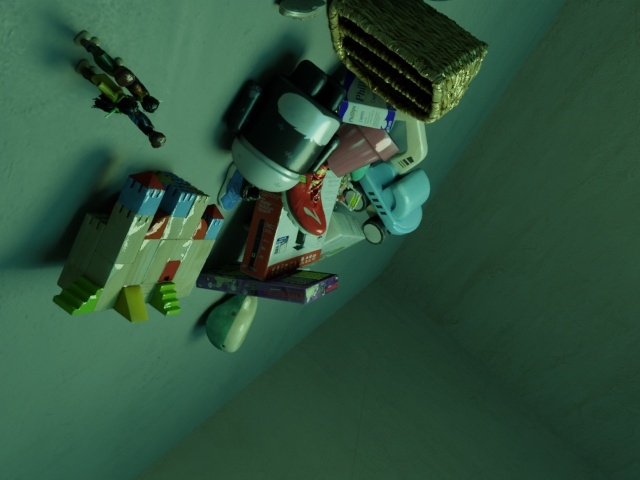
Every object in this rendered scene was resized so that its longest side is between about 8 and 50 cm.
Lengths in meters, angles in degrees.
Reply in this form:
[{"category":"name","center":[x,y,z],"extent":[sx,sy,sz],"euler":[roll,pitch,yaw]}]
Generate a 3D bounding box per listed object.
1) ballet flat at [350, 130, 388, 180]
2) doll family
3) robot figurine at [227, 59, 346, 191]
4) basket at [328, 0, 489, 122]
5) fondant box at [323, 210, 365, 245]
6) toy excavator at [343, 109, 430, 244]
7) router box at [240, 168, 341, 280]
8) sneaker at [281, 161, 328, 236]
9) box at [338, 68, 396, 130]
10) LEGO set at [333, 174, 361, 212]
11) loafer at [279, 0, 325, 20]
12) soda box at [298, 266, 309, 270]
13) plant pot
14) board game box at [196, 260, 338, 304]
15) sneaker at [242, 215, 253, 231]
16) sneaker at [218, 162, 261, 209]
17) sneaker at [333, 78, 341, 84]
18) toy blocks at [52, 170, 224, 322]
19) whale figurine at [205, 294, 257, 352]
[{"category":"ballet flat","center":[0.136,-0.301,1.785],"extent":[0.087,0.083,0.247],"euler":[1,134,-38]},{"category":"doll family","center":[-0.274,-0.203,0.782],"extent":[0.076,0.111,0.193],"euler":[-49,165,3]},{"category":"robot figurine","center":[-0.069,-0.237,1.166],"extent":[0.278,0.209,0.173],"euler":[-53,-179,15]},{"category":"basket","center":[0.160,-0.382,1.193],"extent":[0.223,0.299,0.214],"euler":[-40,164,-37]},{"category":"fondant box","center":[0.000,0.000,1.933],"extent":[0.238,0.096,0.330],"euler":[-28,169,16]},{"category":"toy excavator","center":[0.285,-0.244,1.964],"extent":[0.222,0.433,0.445],"euler":[-36,-171,-37]},{"category":"router box","center":[-0.073,-0.066,1.558],"extent":[0.335,0.082,0.302],"euler":[-18,126,-63]},{"category":"sneaker","center":[-0.029,-0.146,1.307],"extent":[0.118,0.279,0.107],"euler":[-13,-176,37]},{"category":"box","center":[0.120,-0.351,1.351],"extent":[0.072,0.137,0.126],"euler":[100,1,-61]},{"category":"LEGO set","center":[0.069,-0.166,1.838],"extent":[0.132,0.107,0.287],"euler":[-43,164,-19]},{"category":"loafer","center":[-0.036,-0.427,1.029],"extent":[0.125,0.045,0.039],"euler":[-37,168,-46]},{"category":"soda box","center":[-0.121,0.114,2.066],"extent":[0.069,0.074,0.216],"euler":[-52,165,13]},{"category":"plant pot","center":[0.085,-0.274,1.495],"extent":[0.180,0.201,0.201],"euler":[-34,168,12]},{"category":"board game box","center":[-0.147,0.113,1.545],"extent":[0.208,0.346,0.056],"euler":[-7,102,-64]},{"category":"sneaker","center":[-0.154,-0.076,1.562],"extent":[0.188,0.066,0.071],"euler":[-32,141,-57]},{"category":"sneaker","center":[-0.188,-0.109,1.307],"extent":[0.058,0.084,0.152],"euler":[-33,159,-45]},{"category":"sneaker","center":[0.009,-0.326,1.314],"extent":[0.192,0.086,0.064],"euler":[-34,158,-46]},{"category":"toy blocks","center":[-0.318,-0.013,1.068],"extent":[0.261,0.190,0.381],"euler":[-63,162,9]},{"category":"whale figurine","center":[-0.293,0.242,1.862],"extent":[0.216,0.141,0.272],"euler":[115,-2,-47]}]
